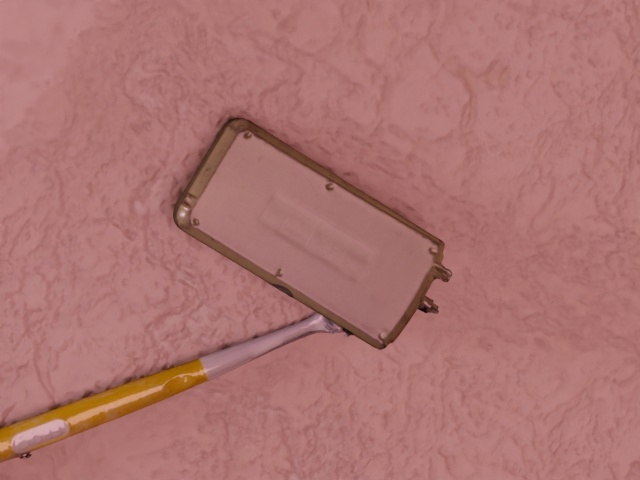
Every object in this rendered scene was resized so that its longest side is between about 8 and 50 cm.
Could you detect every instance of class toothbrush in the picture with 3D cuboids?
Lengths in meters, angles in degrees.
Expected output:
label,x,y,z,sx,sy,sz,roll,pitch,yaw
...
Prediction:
label,x,y,z,sx,sy,sz,roll,pitch,yaw
toothbrush,-0.089,0.086,1.143,0.288,0.024,0.021,-20,109,-11

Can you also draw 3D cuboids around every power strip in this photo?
label,x,y,z,sx,sy,sz,roll,pitch,yaw
power strip,0.000,0.000,1.128,0.169,0.028,0.076,32,85,-16
